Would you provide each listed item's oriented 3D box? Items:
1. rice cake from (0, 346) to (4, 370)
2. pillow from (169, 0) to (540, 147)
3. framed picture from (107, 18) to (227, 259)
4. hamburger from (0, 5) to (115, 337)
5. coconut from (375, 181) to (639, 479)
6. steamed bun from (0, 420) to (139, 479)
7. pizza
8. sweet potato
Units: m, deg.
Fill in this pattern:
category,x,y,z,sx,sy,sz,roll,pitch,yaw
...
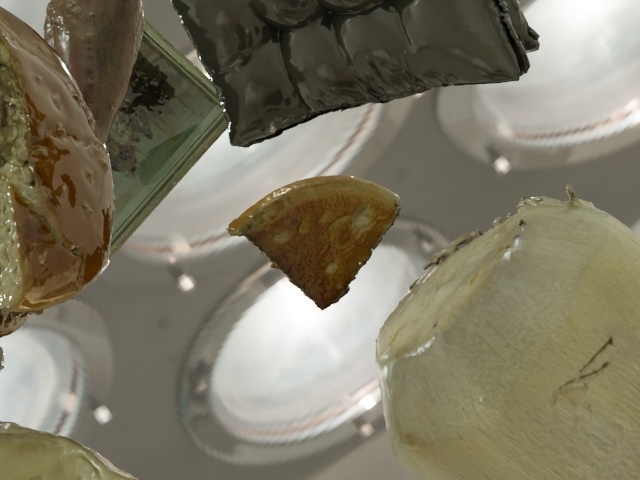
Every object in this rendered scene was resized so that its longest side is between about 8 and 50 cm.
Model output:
category,x,y,z,sx,sy,sz,roll,pitch,yaw
rice cake,-0.427,0.189,1.336,0.298,0.050,0.106,-39,7,-15
pillow,-0.016,-0.222,0.910,0.228,0.326,0.101,-13,26,26
framed picture,-0.257,-0.129,1.717,0.274,0.217,0.017,-50,14,-4
hamburger,-0.229,-0.060,1.034,0.144,0.283,0.157,-28,-25,28
coconut,0.249,0.155,1.429,0.346,0.360,0.346,-47,8,9
steamed bun,-0.270,0.385,1.619,0.247,0.428,0.189,-54,-40,-28
pizza,0.000,0.000,1.334,0.178,0.041,0.131,-23,-62,-21
sweet potato,-0.255,-0.171,1.541,0.109,0.385,0.109,4,-20,2
